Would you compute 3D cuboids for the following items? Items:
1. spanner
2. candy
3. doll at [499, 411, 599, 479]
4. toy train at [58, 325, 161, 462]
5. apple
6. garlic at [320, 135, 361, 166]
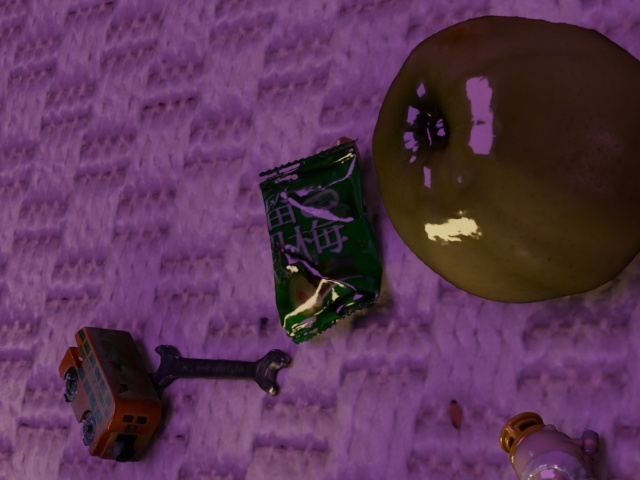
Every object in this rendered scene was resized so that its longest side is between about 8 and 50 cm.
[{"bbox_3d":[-0.121,0.148,1.915,0.254,0.015,0.054,-3,72,49],"label":"spanner"},{"bbox_3d":[0.001,0.001,1.790,0.141,0.078,0.203,-16,72,26],"label":"candy"},{"bbox_3d":[0.216,0.200,1.463,0.084,0.073,0.127,-33,40,-6],"label":"doll"},{"bbox_3d":[-0.253,0.186,2.000,0.099,0.072,0.188,-59,38,23],"label":"toy train"},{"bbox_3d":[0.180,-0.071,1.492,0.279,0.279,0.279,-24,56,41],"label":"apple"},{"bbox_3d":[0.016,-0.081,1.829,0.083,0.053,0.041,-40,6,42],"label":"garlic"}]
